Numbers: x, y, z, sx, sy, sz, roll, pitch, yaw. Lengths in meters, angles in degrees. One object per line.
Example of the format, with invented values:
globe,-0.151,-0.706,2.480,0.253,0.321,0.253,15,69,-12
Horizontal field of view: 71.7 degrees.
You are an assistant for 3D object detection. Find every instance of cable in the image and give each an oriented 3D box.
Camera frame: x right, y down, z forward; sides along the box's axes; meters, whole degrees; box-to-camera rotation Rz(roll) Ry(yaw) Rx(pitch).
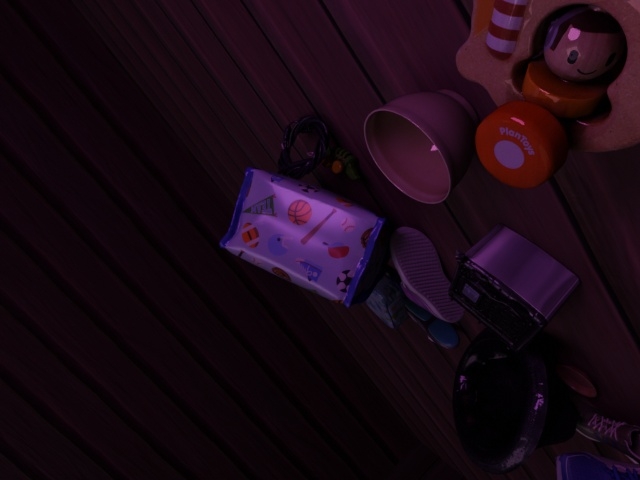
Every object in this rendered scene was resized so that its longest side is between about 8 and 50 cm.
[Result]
cable,-0.046,-0.212,1.016,0.047,0.150,0.184,24,-177,-38

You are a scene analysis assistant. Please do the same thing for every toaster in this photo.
toaster,0.317,0.079,0.756,0.168,0.110,0.185,41,164,26

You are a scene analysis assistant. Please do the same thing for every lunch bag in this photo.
lunch bag,0.186,0.160,1.365,0.176,0.090,0.219,39,163,41
lunch bag,0.000,0.000,1.072,0.328,0.238,0.385,25,-173,13

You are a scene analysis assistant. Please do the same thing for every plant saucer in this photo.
plant saucer,0.508,0.273,0.878,0.083,0.015,0.083,45,165,16

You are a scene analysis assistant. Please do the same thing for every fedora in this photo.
fedora,0.418,0.337,0.940,0.153,0.333,0.334,17,167,-7

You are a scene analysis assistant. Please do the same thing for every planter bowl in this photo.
planter bowl,0.158,-0.149,0.644,0.162,0.109,0.162,45,164,17

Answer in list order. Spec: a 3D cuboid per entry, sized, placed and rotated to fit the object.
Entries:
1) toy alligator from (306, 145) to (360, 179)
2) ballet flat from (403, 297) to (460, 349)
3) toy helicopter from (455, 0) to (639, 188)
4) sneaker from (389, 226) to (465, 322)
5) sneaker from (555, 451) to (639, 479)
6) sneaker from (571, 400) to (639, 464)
toy alligator,0.031,-0.194,1.023,0.190,0.056,0.051,37,119,41
ballet flat,0.313,0.238,1.245,0.203,0.074,0.074,44,166,41
toy helicopter,0.171,-0.229,0.368,0.355,0.140,0.235,51,163,2
sneaker,0.217,0.077,1.063,0.282,0.102,0.161,56,167,-24
sneaker,0.575,0.413,0.727,0.316,0.127,0.182,16,137,2
sneaker,0.569,0.364,0.843,0.192,0.064,0.086,32,158,33
